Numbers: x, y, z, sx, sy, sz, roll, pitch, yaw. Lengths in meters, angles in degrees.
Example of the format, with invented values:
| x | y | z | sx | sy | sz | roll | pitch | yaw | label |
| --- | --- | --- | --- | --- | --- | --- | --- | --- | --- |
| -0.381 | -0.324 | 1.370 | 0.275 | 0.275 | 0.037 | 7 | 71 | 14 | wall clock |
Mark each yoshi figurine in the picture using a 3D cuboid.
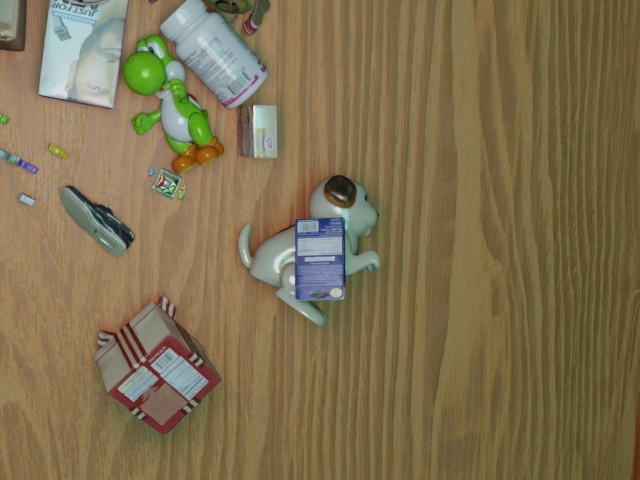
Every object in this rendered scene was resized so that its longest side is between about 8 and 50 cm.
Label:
| x | y | z | sx | sy | sz | roll | pitch | yaw | label |
| --- | --- | --- | --- | --- | --- | --- | --- | --- | --- |
| -0.410 | -0.355 | 1.710 | 0.203 | 0.203 | 0.362 | -26 | 105 | -9 | yoshi figurine |

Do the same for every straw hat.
| x | y | z | sx | sy | sz | roll | pitch | yaw | label |
| --- | --- | --- | --- | --- | --- | --- | --- | --- | --- |
| -0.260 | -0.635 | 1.781 | 0.144 | 0.144 | 0.061 | 3 | 138 | -22 | straw hat |

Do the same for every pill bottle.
| x | y | z | sx | sy | sz | roll | pitch | yaw | label |
| --- | --- | --- | --- | --- | --- | --- | --- | --- | --- |
| -0.288 | -0.508 | 1.744 | 0.160 | 0.160 | 0.283 | -47 | 112 | -8 | pill bottle |

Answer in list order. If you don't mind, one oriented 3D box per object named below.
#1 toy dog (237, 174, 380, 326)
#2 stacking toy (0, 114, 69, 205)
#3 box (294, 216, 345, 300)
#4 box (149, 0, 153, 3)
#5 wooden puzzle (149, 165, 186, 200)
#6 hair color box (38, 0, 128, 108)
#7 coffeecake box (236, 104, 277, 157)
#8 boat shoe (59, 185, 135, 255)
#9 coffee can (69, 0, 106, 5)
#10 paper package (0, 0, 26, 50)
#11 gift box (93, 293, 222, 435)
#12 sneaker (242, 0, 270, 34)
| x | y | z | sx | sy | sz | roll | pitch | yaw | label |
| --- | --- | --- | --- | --- | --- | --- | --- | --- | --- |
| 0.000 | 0.000 | 1.921 | 0.395 | 0.284 | 0.408 | 35 | 86 | 13 | toy dog |
| -0.791 | -0.211 | 1.661 | 0.221 | 0.052 | 0.167 | 31 | 86 | -22 | stacking toy |
| -0.001 | 0.052 | 1.749 | 0.136 | 0.036 | 0.225 | -2 | 76 | 8 | box |
| -0.391 | -0.728 | 1.693 | 0.203 | 0.103 | 0.114 | -38 | 110 | -11 | box |
| -0.433 | -0.161 | 1.828 | 0.116 | 0.014 | 0.078 | 18 | 92 | -23 | wooden puzzle |
| -0.601 | -0.520 | 1.648 | 0.185 | 0.110 | 0.339 | 7 | 99 | -24 | hair color box |
| -0.180 | -0.306 | 1.809 | 0.068 | 0.185 | 0.142 | -4 | 101 | -21 | coffeecake box |
| -0.607 | -0.063 | 1.756 | 0.233 | 0.084 | 0.079 | 46 | 43 | -15 | boat shoe |
| -0.525 | -0.676 | 1.446 | 0.201 | 0.275 | 0.201 | 2 | 86 | -25 | coffee can |
| -0.756 | -0.596 | 1.452 | 0.168 | 0.325 | 0.309 | 3 | 99 | -22 | paper package |
| -0.455 | 0.322 | 1.772 | 0.255 | 0.258 | 0.276 | -40 | 119 | -10 | gift box |
| -0.183 | -0.634 | 1.833 | 0.042 | 0.067 | 0.118 | 31 | 57 | -21 | sneaker |
